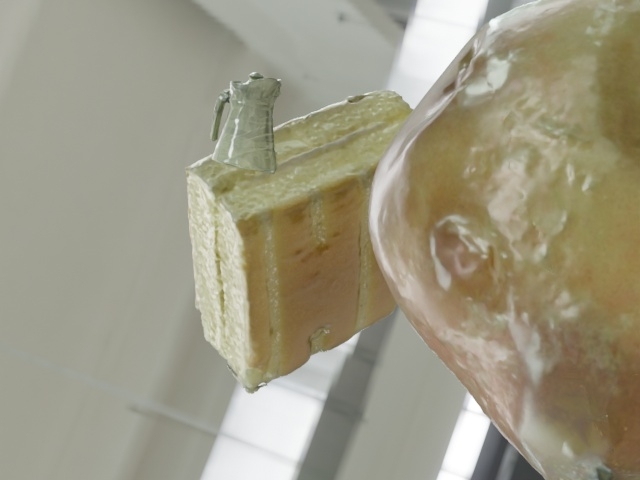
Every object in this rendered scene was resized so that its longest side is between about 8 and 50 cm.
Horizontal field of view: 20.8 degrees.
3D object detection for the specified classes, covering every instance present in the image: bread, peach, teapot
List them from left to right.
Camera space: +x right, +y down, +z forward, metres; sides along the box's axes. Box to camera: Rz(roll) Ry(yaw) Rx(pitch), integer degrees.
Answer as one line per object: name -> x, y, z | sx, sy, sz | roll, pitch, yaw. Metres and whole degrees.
teapot -> -0.063, -0.102, 1.488 | 0.057, 0.067, 0.083 | -4, -73, -61
bread -> 0.000, 0.000, 1.678 | 0.239, 0.111, 0.246 | -24, -40, -24
peach -> 0.130, 0.005, 0.792 | 0.214, 0.214, 0.235 | 65, -161, -49
